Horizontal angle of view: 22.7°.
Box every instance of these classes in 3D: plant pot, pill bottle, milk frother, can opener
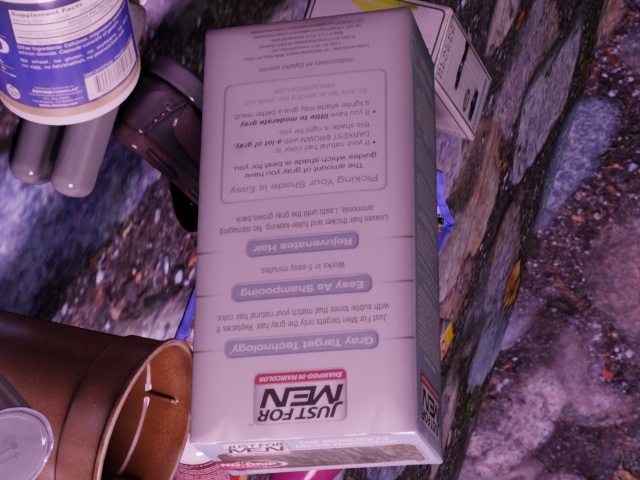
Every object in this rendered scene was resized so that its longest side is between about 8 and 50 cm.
[{"bbox_3d":[-0.209,0.137,1.276,0.167,0.165,0.167,15,90,-73],"label":"plant pot"},{"bbox_3d":[-0.129,0.216,1.717,0.152,0.086,0.086,79,32,-55],"label":"pill bottle"},{"bbox_3d":[-0.275,0.149,1.133,0.129,0.135,0.143,-24,133,-27],"label":"milk frother"},{"bbox_3d":[-0.194,-0.184,1.131,0.186,0.112,0.112,85,27,-48],"label":"pill bottle"},{"bbox_3d":[-0.170,-0.171,1.277,0.093,0.074,0.280,32,75,-73],"label":"can opener"}]

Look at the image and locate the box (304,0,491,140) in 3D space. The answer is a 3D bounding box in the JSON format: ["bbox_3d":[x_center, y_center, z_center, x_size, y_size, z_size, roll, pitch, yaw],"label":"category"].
[{"bbox_3d":[0.096,-0.211,1.898,0.290,0.169,0.087,32,75,-71],"label":"box"}]

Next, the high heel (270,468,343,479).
[{"bbox_3d":[-0.010,0.154,2.069,0.181,0.127,0.377,33,76,-42],"label":"high heel"}]

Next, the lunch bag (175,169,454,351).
[{"bbox_3d":[-0.013,0.050,1.705,0.138,0.221,0.293,67,42,-63],"label":"lunch bag"}]

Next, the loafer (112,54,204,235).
[{"bbox_3d":[-0.121,-0.054,1.521,0.095,0.109,0.302,-49,148,-16],"label":"loafer"}]

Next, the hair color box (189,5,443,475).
[{"bbox_3d":[0.000,0.000,1.343,0.113,0.185,0.374,55,33,-64],"label":"hair color box"}]

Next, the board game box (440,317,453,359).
[{"bbox_3d":[0.004,0.112,1.750,0.124,0.259,0.039,-57,146,-44],"label":"board game box"}]
